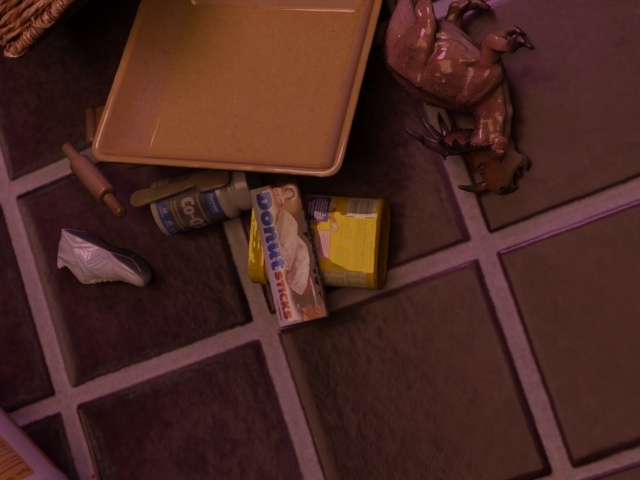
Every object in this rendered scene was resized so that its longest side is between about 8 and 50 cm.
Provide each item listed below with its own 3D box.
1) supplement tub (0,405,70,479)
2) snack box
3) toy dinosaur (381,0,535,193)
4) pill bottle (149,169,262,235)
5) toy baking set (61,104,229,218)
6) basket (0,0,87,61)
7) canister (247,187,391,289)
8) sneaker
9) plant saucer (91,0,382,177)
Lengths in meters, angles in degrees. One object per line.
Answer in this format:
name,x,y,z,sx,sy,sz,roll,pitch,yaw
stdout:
supplement tub,-0.466,0.338,1.892,0.316,0.228,0.228,43,99,16
snack box,-0.039,0.016,1.808,0.064,0.022,0.178,-14,85,15
toy dinosaur,0.152,-0.206,1.792,0.295,0.127,0.200,42,106,22
pill bottle,-0.149,-0.059,1.897,0.137,0.078,0.078,-15,81,17
toy baking set,-0.233,-0.123,1.904,0.196,0.030,0.256,-39,53,0
basket,-0.302,-0.388,1.892,0.299,0.213,0.223,-40,69,24
canister,0.000,0.000,1.847,0.169,0.073,0.126,4,88,17
sneaker,-0.295,0.035,1.956,0.152,0.053,0.061,25,103,24
plant saucer,-0.090,-0.215,1.842,0.332,0.081,0.333,5,63,19
